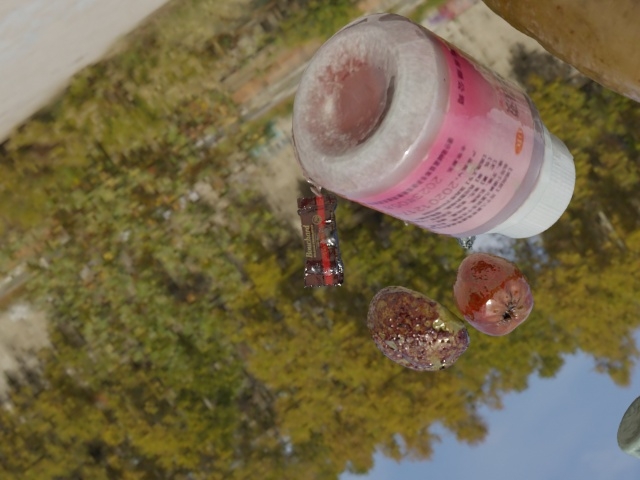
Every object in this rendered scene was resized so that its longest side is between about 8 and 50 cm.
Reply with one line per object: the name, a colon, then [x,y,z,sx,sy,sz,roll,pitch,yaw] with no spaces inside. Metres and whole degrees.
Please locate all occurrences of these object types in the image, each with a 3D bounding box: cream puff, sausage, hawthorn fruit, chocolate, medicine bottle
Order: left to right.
chocolate: [0.000,0.000,2.031,0.086,0.183,0.028,-3,-178,4]
cream puff: [0.126,0.125,1.391,0.084,0.149,0.149,-61,-167,-15]
medicine bottle: [0.100,-0.077,0.837,0.147,0.147,0.247,-31,148,34]
hawthorn fruit: [0.247,0.075,1.517,0.128,0.128,0.128,-34,-174,4]
sausage: [0.154,-0.256,0.828,0.136,0.501,0.123,-28,149,-15]

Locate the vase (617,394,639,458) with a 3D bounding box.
vase: [0.439,0.247,1.149,0.096,0.219,0.096,-62,-176,7]

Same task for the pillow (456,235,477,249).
pillow: [0.327,-0.138,2.435,0.092,0.161,0.335,-8,-125,12]
